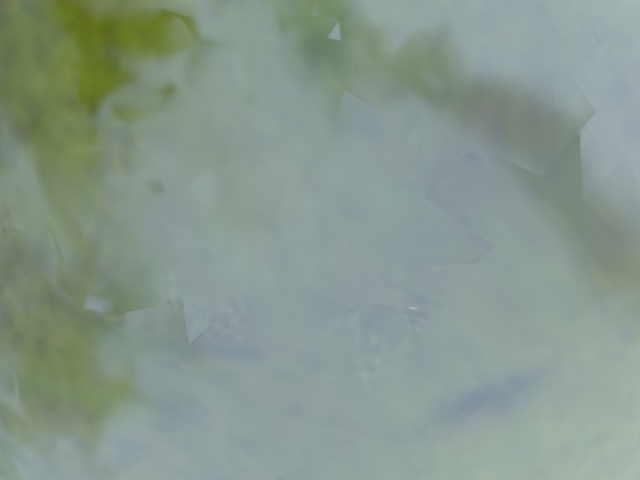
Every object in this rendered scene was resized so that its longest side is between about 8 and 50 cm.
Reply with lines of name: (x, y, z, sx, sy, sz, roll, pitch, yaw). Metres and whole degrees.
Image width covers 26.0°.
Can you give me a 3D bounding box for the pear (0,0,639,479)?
pear: (0.000, 0.000, 0.491, 0.352, 0.352, 0.413, -5, 129, 38)
